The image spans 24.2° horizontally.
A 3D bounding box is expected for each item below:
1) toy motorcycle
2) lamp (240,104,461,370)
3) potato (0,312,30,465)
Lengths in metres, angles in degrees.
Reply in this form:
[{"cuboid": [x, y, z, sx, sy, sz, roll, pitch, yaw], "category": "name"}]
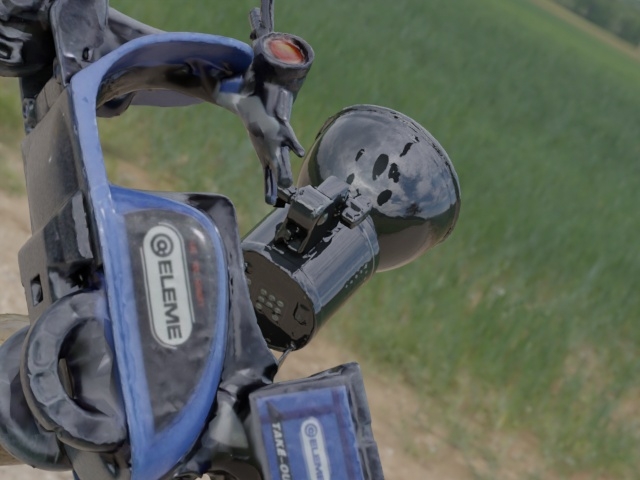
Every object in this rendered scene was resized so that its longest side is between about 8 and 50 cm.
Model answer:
[{"cuboid": [-0.088, -0.013, 0.833, 0.212, 0.359, 0.125, -6, -11, -28], "category": "toy motorcycle"}, {"cuboid": [0.000, 0.000, 1.206, 0.147, 0.172, 0.227, 35, 46, 11], "category": "lamp"}, {"cuboid": [-0.301, 0.130, 1.340, 0.369, 0.195, 0.176, -2, 48, 0], "category": "potato"}]
